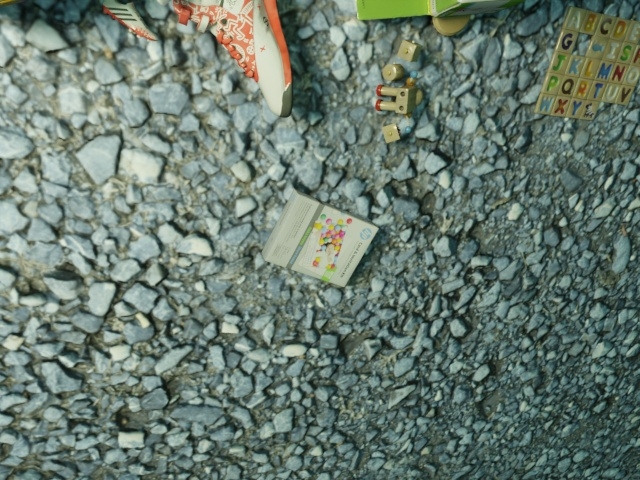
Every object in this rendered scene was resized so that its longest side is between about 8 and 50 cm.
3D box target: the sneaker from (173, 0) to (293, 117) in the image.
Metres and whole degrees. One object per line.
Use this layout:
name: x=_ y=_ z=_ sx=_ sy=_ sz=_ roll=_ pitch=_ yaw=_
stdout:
sneaker: x=-0.130 y=-0.305 z=0.695 sx=0.144 sy=0.090 sz=0.270 roll=-15 pitch=116 yaw=-11

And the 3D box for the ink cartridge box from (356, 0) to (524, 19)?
ink cartridge box: x=0.180 y=-0.442 z=0.709 sx=0.255 sy=0.097 sz=0.189 roll=-12 pitch=106 yaw=-14

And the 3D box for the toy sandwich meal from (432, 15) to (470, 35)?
toy sandwich meal: x=0.220 y=-0.395 z=0.808 sx=0.085 sy=0.029 sz=0.086 roll=-10 pitch=122 yaw=-16

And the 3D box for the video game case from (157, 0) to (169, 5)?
video game case: x=-0.196 y=-0.401 z=0.605 sx=0.143 sy=0.019 sz=0.157 roll=-41 pitch=78 yaw=4

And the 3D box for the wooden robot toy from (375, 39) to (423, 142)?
wooden robot toy: x=0.149 y=-0.263 z=0.841 sx=0.079 sy=0.076 sz=0.174 roll=-29 pitch=130 yaw=-46

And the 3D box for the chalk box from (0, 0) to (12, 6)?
chalk box: x=-0.390 y=-0.350 z=0.556 sx=0.212 sy=0.132 sz=0.133 roll=-19 pitch=121 yaw=-9

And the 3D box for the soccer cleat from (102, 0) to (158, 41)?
soccer cleat: x=-0.267 y=-0.317 z=0.675 sx=0.083 sy=0.029 sz=0.036 roll=29 pitch=107 yaw=-24

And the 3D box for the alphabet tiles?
alphabet tiles: x=0.561 y=-0.347 z=0.963 sx=0.237 sy=0.009 sz=0.199 roll=1 pitch=115 yaw=-19

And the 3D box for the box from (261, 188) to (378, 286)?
box: x=0.000 y=0.000 z=0.924 sx=0.186 sy=0.038 sz=0.145 roll=21 pitch=107 yaw=-28
